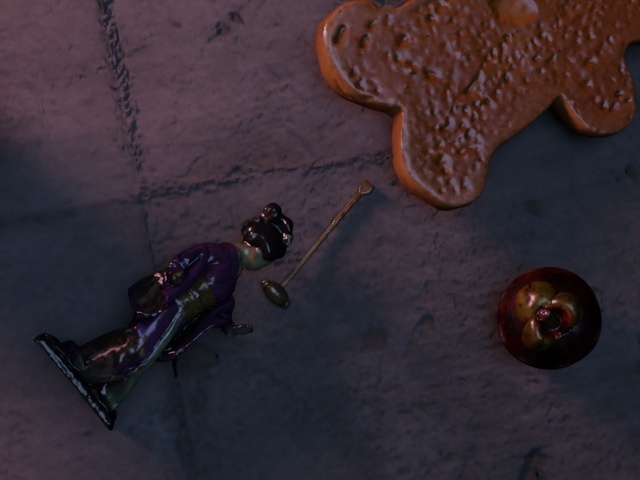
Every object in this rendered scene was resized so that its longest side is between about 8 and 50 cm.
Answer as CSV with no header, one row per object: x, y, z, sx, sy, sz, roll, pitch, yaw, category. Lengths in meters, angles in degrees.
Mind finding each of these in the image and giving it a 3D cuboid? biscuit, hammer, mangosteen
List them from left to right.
0.000,0.000,0.895,0.029,0.014,0.123,44,75,-14,hammer
0.167,-0.162,0.926,0.324,0.049,0.205,-36,93,-12,biscuit
0.178,0.060,0.891,0.081,0.081,0.080,1,84,-12,mangosteen

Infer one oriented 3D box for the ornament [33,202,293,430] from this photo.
-0.095,0.052,0.833,0.203,0.088,0.081,-31,92,-15,ornament
